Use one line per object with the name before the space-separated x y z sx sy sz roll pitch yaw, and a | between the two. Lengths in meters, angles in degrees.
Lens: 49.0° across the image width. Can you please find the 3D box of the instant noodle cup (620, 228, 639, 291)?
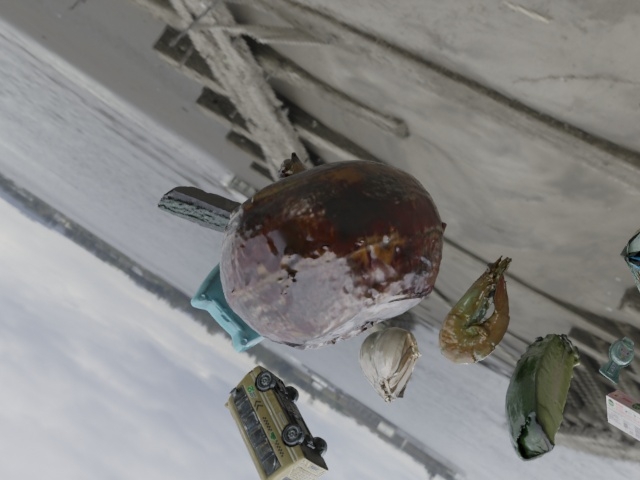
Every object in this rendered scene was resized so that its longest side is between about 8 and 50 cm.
instant noodle cup | 0.898 0.066 1.785 0.178 0.240 0.240 50 165 -22

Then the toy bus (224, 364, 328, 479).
toy bus | -0.138 0.563 2.099 0.177 0.202 0.365 46 -174 -47

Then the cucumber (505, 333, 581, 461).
cucumber | 0.394 0.290 1.306 0.105 0.145 0.325 45 -150 4

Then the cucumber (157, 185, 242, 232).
cucumber | -0.179 -0.052 1.243 0.220 0.070 0.046 22 125 19

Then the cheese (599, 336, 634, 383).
cheese | 0.763 0.302 1.796 0.067 0.121 0.026 36 165 2

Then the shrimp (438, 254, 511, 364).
shrimp | 0.353 0.149 1.523 0.145 0.267 0.061 16 157 48

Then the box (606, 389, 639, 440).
box | 0.816 0.463 1.849 0.125 0.043 0.089 32 137 62

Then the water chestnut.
water chestnut | 0.000 0.000 1.053 0.350 0.350 0.302 67 -178 -73

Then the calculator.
calculator | -0.186 0.137 2.047 0.256 0.386 0.054 47 132 -1

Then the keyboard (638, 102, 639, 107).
keyboard | 0.846 -0.327 1.666 0.014 0.176 0.055 117 135 -85

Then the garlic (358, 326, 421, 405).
garlic | 0.163 0.312 1.813 0.142 0.178 0.229 22 146 21
